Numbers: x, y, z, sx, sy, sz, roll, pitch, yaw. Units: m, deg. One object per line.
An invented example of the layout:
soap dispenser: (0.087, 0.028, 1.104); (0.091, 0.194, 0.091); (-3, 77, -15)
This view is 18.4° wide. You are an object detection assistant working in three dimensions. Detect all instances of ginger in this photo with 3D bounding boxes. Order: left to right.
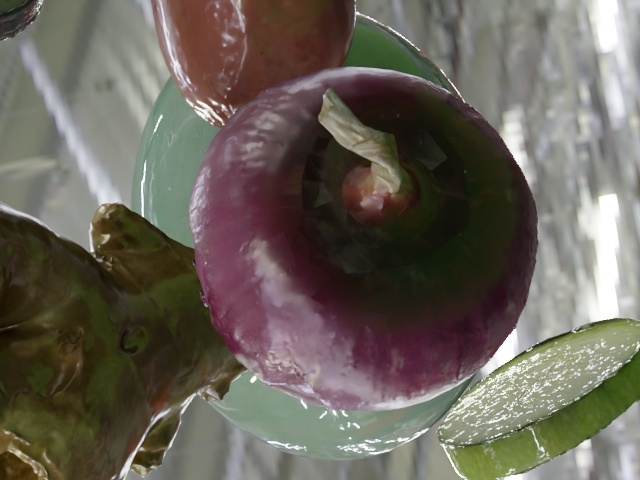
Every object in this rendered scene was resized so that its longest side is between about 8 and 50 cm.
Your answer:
ginger: (-0.148, 0.058, 1.078); (0.363, 0.122, 0.348); (60, -146, -30)

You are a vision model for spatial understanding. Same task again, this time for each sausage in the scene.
sausage: (-0.048, -0.199, 1.273); (0.148, 0.148, 0.254); (42, -148, -62)

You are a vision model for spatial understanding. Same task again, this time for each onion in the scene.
onion: (0.022, -0.002, 0.980); (0.177, 0.153, 0.177); (6, -100, -36)

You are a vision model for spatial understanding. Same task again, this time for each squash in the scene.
squash: (0.207, 0.139, 1.768); (0.041, 0.219, 0.219); (61, -159, -10)

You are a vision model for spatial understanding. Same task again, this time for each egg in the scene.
egg: (0.000, 0.000, 1.465); (0.276, 0.276, 0.389); (-80, -15, -49)

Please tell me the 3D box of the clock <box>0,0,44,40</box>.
clock: (-0.345, -0.269, 1.872); (0.040, 0.184, 0.184); (125, 153, -51)
